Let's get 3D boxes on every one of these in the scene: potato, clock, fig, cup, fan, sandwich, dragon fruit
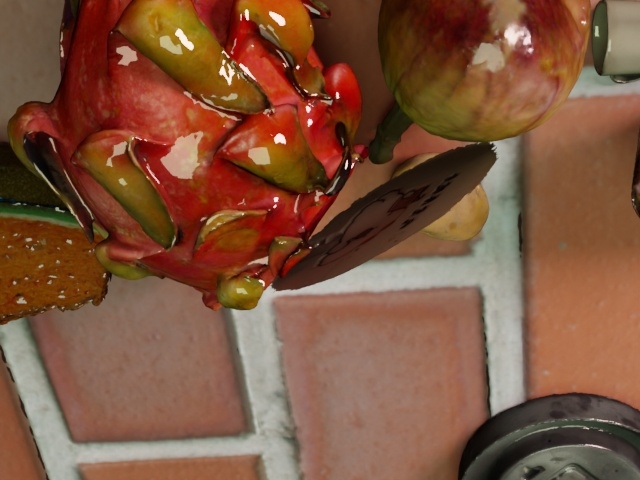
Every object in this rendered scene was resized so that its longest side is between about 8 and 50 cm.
[{"bbox_3d":[0.096,-0.033,0.942,0.083,0.062,0.068,21,136,-34],"label":"potato"},{"bbox_3d":[0.238,0.236,1.131,0.214,0.042,0.215,2,126,2],"label":"clock"},{"bbox_3d":[0.107,-0.115,0.831,0.143,0.160,0.231,19,136,11],"label":"fig"},{"bbox_3d":[0.243,-0.139,0.857,0.083,0.054,0.075,0,124,1],"label":"cup"},{"bbox_3d":[0.000,0.001,0.882,0.329,0.191,0.009,-21,108,43],"label":"fan"},{"bbox_3d":[-0.247,-0.012,0.966,0.235,0.079,0.159,-10,134,14],"label":"sandwich"},{"bbox_3d":[-0.080,-0.106,0.807,0.243,0.227,0.307,14,112,-9],"label":"dragon fruit"}]

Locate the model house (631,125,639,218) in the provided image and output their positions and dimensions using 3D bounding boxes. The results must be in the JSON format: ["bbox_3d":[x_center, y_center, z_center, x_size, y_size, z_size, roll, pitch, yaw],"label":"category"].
[{"bbox_3d":[0.329,-0.065,0.829,0.164,0.203,0.141,-10,94,42],"label":"model house"}]
